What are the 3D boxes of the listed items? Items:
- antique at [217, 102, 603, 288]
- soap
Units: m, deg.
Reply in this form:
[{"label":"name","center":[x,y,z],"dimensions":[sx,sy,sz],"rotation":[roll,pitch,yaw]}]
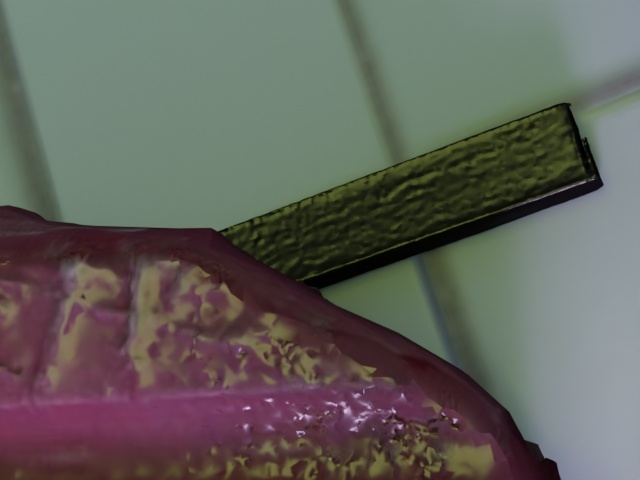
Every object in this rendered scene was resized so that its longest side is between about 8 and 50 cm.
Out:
[{"label":"antique","center":[0.000,0.000,0.601],"dimensions":[0.192,0.015,0.031],"rotation":[-20,71,14]},{"label":"soap","center":[-0.073,0.100,0.531],"dimensions":[0.325,0.127,0.220],"rotation":[-2,81,19]}]
